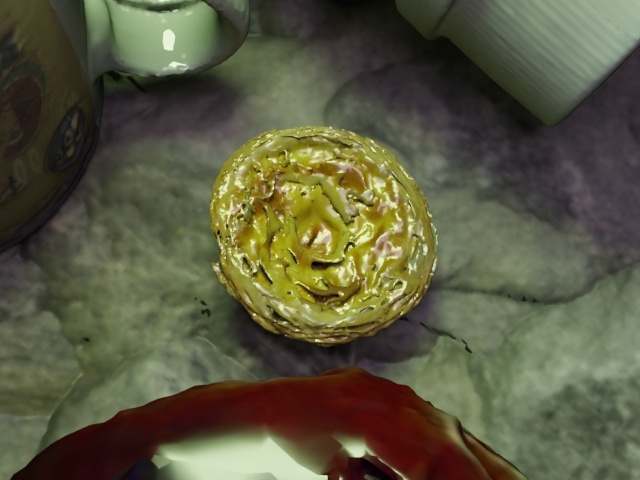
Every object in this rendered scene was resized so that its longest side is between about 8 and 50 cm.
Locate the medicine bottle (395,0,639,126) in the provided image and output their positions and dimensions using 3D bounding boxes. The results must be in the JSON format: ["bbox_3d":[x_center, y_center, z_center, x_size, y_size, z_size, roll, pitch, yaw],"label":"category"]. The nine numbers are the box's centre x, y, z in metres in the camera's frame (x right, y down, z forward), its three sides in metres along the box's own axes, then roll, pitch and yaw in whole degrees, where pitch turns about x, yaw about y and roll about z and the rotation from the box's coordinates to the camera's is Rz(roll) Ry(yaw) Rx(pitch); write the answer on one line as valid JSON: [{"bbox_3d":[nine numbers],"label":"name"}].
[{"bbox_3d":[0.081,-0.233,0.843,0.306,0.245,0.245,43,73,2],"label":"medicine bottle"}]

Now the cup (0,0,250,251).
[{"bbox_3d":[-0.181,-0.122,0.778,0.301,0.257,0.227,-3,74,-8],"label":"cup"}]

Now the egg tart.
[{"bbox_3d":[0.000,0.000,0.862,0.129,0.049,0.128,4,68,-9],"label":"egg tart"}]

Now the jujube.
[{"bbox_3d":[0.021,0.215,0.687,0.377,0.258,0.258,43,73,12],"label":"jujube"}]
